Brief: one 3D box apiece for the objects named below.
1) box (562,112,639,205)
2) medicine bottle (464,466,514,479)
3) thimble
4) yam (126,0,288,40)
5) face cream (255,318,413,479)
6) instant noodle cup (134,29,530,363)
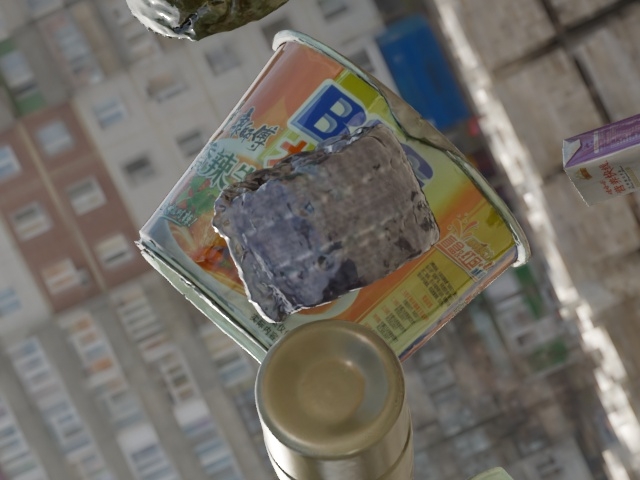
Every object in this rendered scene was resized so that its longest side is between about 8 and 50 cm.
[{"bbox_3d":[0.251,-0.070,1.306,0.050,0.117,0.036,53,-149,-36],"label":"box"},{"bbox_3d":[0.100,0.229,1.253,0.055,0.118,0.074,48,-147,17],"label":"medicine bottle"},{"bbox_3d":[0.003,-0.014,1.171,0.150,0.150,0.097,-85,-29,-82],"label":"thimble"},{"bbox_3d":[-0.093,-0.277,1.072,0.304,0.168,0.168,71,178,-54],"label":"yam"},{"bbox_3d":[0.018,0.155,1.045,0.137,0.084,0.341,47,165,23],"label":"face cream"},{"bbox_3d":[0.000,0.000,1.388,0.296,0.214,0.296,41,173,6],"label":"instant noodle cup"}]
